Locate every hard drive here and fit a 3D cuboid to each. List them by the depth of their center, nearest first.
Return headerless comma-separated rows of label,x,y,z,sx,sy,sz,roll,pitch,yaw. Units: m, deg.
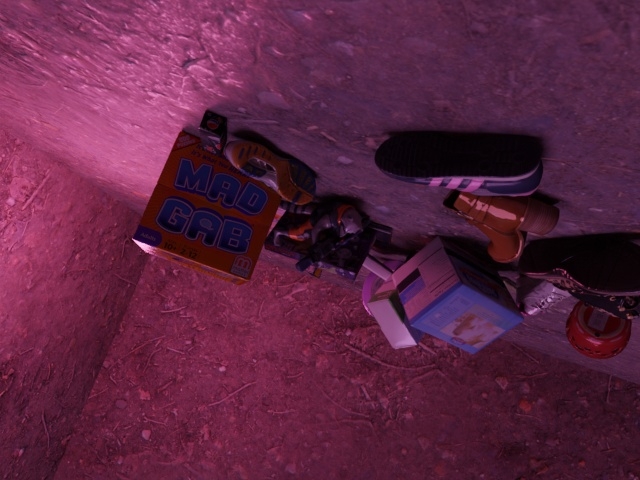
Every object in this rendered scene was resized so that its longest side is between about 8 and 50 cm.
hard drive,0.171,0.067,1.893,0.353,0.047,0.233,33,-175,-30

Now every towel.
towel,0.698,0.171,1.823,0.148,0.027,0.110,29,165,-37

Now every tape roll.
tape roll,0.324,0.230,2.093,0.275,0.274,0.090,10,165,39

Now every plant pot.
plant pot,0.925,0.283,1.578,0.191,0.191,0.174,14,162,27

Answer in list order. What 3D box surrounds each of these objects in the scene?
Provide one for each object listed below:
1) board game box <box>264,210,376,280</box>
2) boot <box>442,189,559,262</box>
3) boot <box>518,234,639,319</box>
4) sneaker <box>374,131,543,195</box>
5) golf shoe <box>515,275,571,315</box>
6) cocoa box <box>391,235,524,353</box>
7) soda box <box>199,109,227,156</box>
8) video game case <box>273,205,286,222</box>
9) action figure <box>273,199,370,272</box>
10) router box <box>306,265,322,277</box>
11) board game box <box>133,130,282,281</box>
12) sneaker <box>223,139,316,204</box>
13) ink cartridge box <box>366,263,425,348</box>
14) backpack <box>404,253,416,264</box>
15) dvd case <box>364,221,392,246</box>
board game box,0.000,0.000,1.682,0.347,0.208,0.056,18,136,16
boot,0.392,-0.043,1.131,0.220,0.109,0.283,18,166,2
boot,0.726,0.103,1.189,0.284,0.138,0.377,25,171,-19
sneaker,0.262,-0.133,0.930,0.319,0.112,0.131,13,164,34
golf shoe,0.730,0.176,1.525,0.115,0.140,0.306,22,167,-2
cocoa box,0.457,0.191,1.597,0.347,0.231,0.228,27,-149,-31
soda box,-0.287,-0.284,1.280,0.060,0.053,0.169,21,169,-7
video game case,-0.162,-0.105,1.972,0.204,0.025,0.285,23,168,-16
action figure,-0.016,-0.046,1.535,0.330,0.341,0.178,0,117,40
router box,-0.005,0.070,2.135,0.046,0.178,0.133,19,170,16
board game box,-0.357,-0.080,1.579,0.356,0.356,0.356,22,168,-11
sneaker,-0.138,-0.204,1.348,0.296,0.111,0.131,31,-179,-39
ink cartridge box,0.321,0.228,1.748,0.117,0.278,0.201,-24,102,45
backpack,0.423,0.139,1.909,0.182,0.115,0.152,17,168,15
dvd case,0.180,-0.033,1.759,0.165,0.018,0.221,19,169,11
